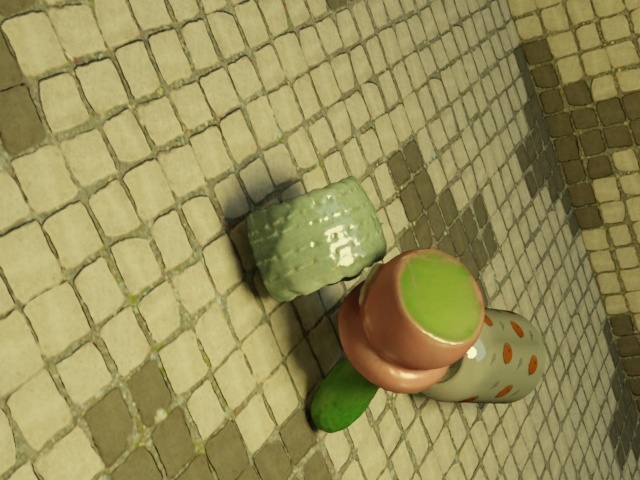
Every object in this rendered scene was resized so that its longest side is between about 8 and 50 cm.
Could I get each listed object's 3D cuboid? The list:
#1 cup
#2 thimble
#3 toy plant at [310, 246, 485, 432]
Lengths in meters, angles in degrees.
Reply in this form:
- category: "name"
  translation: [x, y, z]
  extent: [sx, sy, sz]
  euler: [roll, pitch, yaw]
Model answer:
- category: "cup"
  translation: [0.321, 0.241, 1.849]
  extent: [0.317, 0.212, 0.212]
  euler: [14, 69, -52]
- category: "thimble"
  translation: [0.000, 0.000, 1.455]
  extent: [0.250, 0.205, 0.172]
  euler: [-21, 90, -48]
- category: "toy plant"
  translation: [0.128, 0.151, 1.489]
  extent: [0.210, 0.356, 0.317]
  euler: [25, 51, -4]
